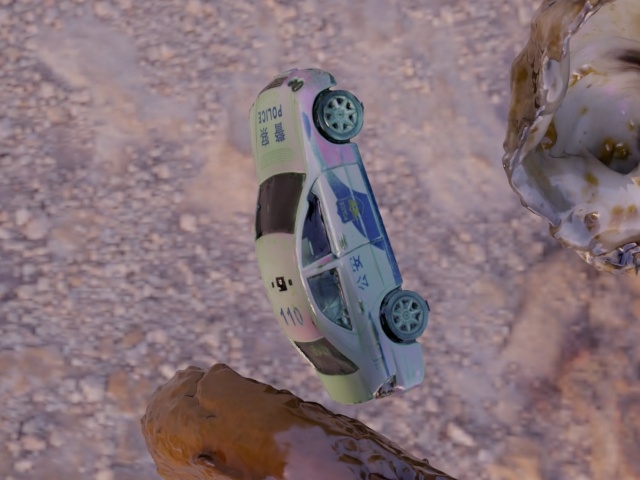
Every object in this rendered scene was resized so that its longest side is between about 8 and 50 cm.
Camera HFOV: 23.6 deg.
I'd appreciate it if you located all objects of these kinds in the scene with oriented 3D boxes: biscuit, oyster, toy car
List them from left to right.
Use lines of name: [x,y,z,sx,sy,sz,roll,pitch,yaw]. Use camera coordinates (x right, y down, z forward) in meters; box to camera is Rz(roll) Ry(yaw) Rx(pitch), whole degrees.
toy car: [0.000,0.000,1.008,0.076,0.090,0.224,-21,95,-27]
biscuit: [0.031,0.150,0.818,0.296,0.296,0.075,40,71,-30]
oyster: [0.200,-0.085,1.025,0.341,0.166,0.110,49,25,-59]
